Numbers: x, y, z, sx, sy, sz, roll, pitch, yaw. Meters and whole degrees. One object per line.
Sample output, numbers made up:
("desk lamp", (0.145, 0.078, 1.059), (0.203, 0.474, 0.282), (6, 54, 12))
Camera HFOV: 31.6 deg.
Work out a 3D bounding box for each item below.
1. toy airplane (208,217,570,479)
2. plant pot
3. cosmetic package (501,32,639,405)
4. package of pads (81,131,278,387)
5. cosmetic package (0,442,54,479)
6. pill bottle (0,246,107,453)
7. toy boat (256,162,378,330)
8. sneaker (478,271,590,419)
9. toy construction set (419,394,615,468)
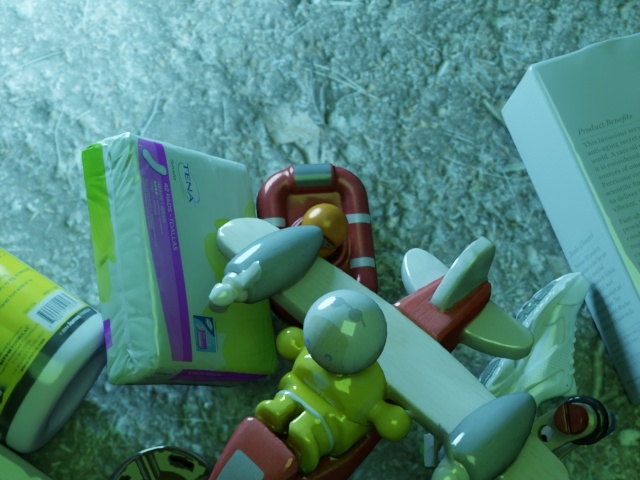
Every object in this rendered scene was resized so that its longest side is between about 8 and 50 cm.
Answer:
("toy airplane", (0.061, 0.125, 1.225), (0.386, 0.272, 0.384), (-4, 59, 9))
("plant pot", (-0.182, 0.313, 1.318), (0.167, 0.165, 0.167), (2, 72, -6))
("cosmetic package", (0.445, -0.037, 1.505), (0.230, 0.161, 0.453), (-18, 76, -12))
("package of pads", (-0.166, 0.030, 1.383), (0.101, 0.229, 0.297), (-20, 72, 32))
("cosmetic package", (-0.431, 0.280, 1.331), (0.238, 0.107, 0.127), (30, 70, 6))
("pill bottle", (-0.428, 0.090, 1.345), (0.334, 0.188, 0.188), (33, 72, 4))
("toy boat", (0.000, 0.000, 1.444), (0.151, 0.151, 0.231), (-4, 73, -8))
("sneaker", (0.297, 0.151, 1.478), (0.115, 0.090, 0.232), (35, 81, -2))
("toy construction set", (0.206, 0.319, 1.322), (0.237, 0.309, 0.257), (-1, 102, 30))
